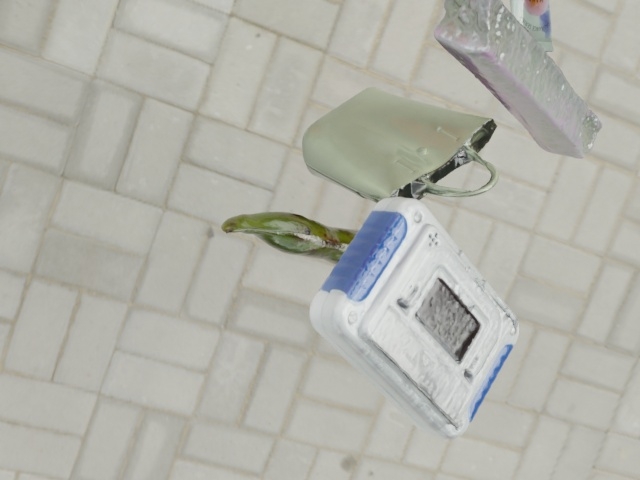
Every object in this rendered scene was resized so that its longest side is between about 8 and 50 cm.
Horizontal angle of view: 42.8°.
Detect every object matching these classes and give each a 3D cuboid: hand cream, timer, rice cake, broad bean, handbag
[{"bbox_3d":[0.397,-0.533,1.561,0.124,0.077,0.341,-10,94,-40],"label":"hand cream"},{"bbox_3d":[0.116,0.089,0.896,0.253,0.078,0.178,45,69,-30],"label":"timer"},{"bbox_3d":[0.215,-0.159,0.849,0.365,0.072,0.056,22,92,-56],"label":"rice cake"},{"bbox_3d":[0.000,0.000,1.228,0.339,0.077,0.061,13,104,-40],"label":"broad bean"},{"bbox_3d":[0.134,-0.142,1.260,0.241,0.315,0.109,-38,127,-24],"label":"handbag"}]
